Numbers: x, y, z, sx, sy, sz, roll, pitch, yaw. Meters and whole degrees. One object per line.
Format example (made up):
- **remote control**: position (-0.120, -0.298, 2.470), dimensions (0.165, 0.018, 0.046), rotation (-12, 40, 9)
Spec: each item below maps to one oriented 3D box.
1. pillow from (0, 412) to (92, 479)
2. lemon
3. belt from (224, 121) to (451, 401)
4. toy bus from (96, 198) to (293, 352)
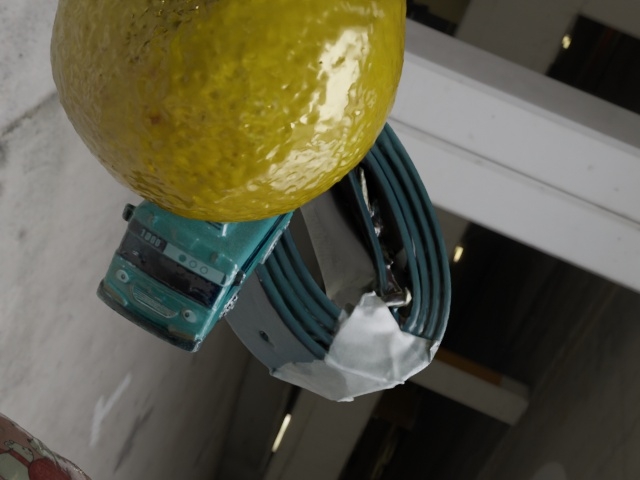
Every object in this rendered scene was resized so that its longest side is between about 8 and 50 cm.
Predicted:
- **pillow**: position (-0.350, 0.293, 0.986), dimensions (0.084, 0.236, 0.223), rotation (-42, -158, 4)
- **lemon**: position (-0.069, -0.150, 0.679), dimensions (0.293, 0.293, 0.293), rotation (23, 90, -87)
- **belt**: position (-0.001, -0.001, 1.166), dimensions (0.300, 0.436, 0.173), rotation (-18, 171, -32)
- **toy bus**: position (-0.109, -0.020, 0.895), dimensions (0.147, 0.128, 0.256), rotation (-61, 178, 36)
